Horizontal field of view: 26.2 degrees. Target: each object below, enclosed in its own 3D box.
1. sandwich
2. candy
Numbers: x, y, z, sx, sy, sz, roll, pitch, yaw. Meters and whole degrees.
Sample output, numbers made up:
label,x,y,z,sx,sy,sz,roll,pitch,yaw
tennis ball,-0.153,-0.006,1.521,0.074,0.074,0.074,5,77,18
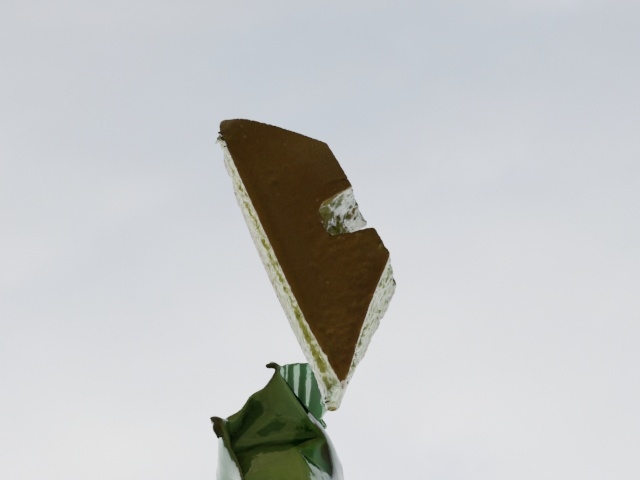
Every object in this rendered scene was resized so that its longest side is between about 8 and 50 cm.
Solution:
label,x,y,z,sx,sy,sz,roll,pitch,yaw
sandwich,0.000,0.000,1.019,0.088,0.090,0.244,-21,-116,-6
candy,-0.051,0.362,1.748,0.171,0.263,0.398,-2,-153,-1
